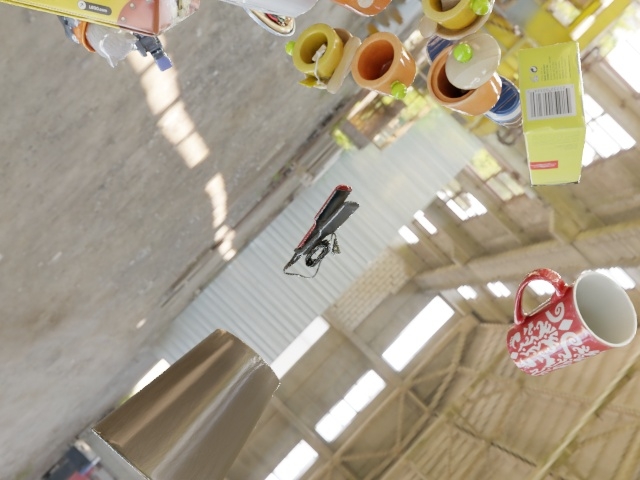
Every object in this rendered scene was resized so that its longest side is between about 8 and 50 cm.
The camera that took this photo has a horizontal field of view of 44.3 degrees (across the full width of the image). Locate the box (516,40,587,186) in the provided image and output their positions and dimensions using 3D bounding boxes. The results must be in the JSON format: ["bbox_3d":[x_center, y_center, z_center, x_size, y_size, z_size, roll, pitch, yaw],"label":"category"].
[{"bbox_3d":[0.238,-0.120,0.809,0.058,0.087,0.232,-5,172,15],"label":"box"}]

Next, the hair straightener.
[{"bbox_3d":[0.000,0.000,1.516,0.047,0.089,0.230,11,131,-42],"label":"hair straightener"}]

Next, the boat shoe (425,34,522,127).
[{"bbox_3d":[0.207,-0.213,1.066,0.066,0.183,0.066,-37,148,6],"label":"boat shoe"}]

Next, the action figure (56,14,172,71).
[{"bbox_3d":[-0.424,-0.418,1.454,0.178,0.330,0.341,-38,146,-6],"label":"action figure"}]

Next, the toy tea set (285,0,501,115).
[{"bbox_3d":[0.081,-0.266,0.940,0.124,0.336,0.200,21,93,-50],"label":"toy tea set"}]

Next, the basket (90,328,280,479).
[{"bbox_3d":[-0.177,0.254,1.143,0.227,0.204,0.154,-48,179,-21],"label":"basket"}]

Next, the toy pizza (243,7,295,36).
[{"bbox_3d":[-0.114,-0.491,1.547,0.032,0.201,0.201,-33,-174,28],"label":"toy pizza"}]

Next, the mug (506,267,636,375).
[{"bbox_3d":[0.355,0.116,1.167,0.113,0.150,0.169,-16,161,-33],"label":"mug"}]

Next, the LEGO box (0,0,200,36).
[{"bbox_3d":[-0.422,-0.547,1.135,0.193,0.500,0.372,-69,173,-61],"label":"LEGO box"}]

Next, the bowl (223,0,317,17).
[{"bbox_3d":[-0.084,-0.336,1.045,0.142,0.142,0.053,1,107,-42],"label":"bowl"}]
